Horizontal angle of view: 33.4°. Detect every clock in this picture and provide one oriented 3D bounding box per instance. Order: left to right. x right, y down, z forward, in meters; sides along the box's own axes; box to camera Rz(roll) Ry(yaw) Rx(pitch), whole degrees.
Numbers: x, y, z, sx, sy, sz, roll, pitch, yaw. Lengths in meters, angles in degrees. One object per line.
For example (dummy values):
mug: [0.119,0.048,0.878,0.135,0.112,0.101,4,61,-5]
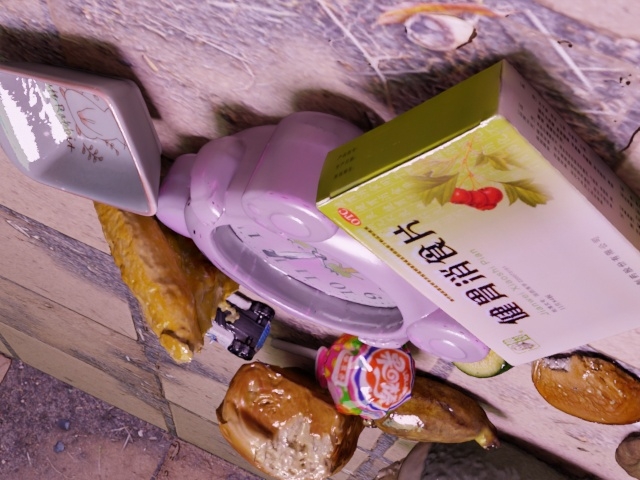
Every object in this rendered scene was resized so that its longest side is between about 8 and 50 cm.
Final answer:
clock: [0.000,0.000,1.035,0.295,0.113,0.322,38,158,-30]

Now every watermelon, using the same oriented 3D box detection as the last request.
watermelon: [0.189,0.096,1.152,0.181,0.075,0.092,-23,84,62]

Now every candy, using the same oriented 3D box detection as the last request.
candy: [0.008,0.164,1.473,0.124,0.124,0.365,36,166,-24]

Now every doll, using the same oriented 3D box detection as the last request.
doll: [0.269,0.418,1.538,0.349,0.247,0.247,18,158,12]

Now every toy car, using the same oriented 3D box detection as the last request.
toy car: [-0.152,0.100,1.501,0.170,0.080,0.070,32,159,-16]

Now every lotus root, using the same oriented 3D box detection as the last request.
lotus root: [0.156,0.234,1.456,0.190,0.094,0.108,9,-165,14]

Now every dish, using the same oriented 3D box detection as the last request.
dish: [-0.253,-0.122,1.075,0.234,0.064,0.154,16,139,31]

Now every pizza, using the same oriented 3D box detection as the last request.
pizza: [-0.151,0.000,1.214,0.280,0.075,0.287,61,-164,10]

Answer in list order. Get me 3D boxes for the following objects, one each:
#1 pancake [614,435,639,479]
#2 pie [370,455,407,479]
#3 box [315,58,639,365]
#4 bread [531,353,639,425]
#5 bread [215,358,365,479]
pancake: [0.500,0.306,1.287,0.288,0.033,0.286,30,159,-9]
pie: [0.218,0.474,1.709,0.339,0.339,0.077,23,118,9]
box: [0.148,-0.008,0.832,0.175,0.062,0.260,-24,130,39]
bread: [0.299,0.169,1.183,0.126,0.044,0.129,37,160,-24]
bread: [-0.041,0.275,1.586,0.195,0.149,0.344,27,177,14]
